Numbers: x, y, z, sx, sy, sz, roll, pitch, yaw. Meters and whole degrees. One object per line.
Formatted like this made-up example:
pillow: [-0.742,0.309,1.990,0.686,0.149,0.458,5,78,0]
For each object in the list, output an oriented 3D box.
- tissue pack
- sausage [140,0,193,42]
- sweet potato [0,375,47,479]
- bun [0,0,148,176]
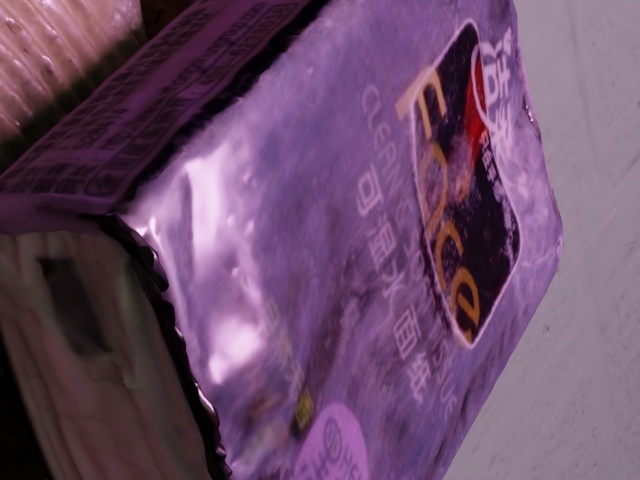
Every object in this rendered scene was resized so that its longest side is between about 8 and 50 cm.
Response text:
tissue pack: [0.000,0.000,0.649,0.361,0.122,0.259,-50,136,-47]
sausage: [-0.039,-0.014,0.781,0.087,0.079,0.326,-49,136,-12]
sweet potato: [-0.139,0.078,0.681,0.249,0.059,0.069,-32,109,-52]
bun: [-0.159,-0.068,0.567,0.210,0.116,0.237,36,64,-60]
